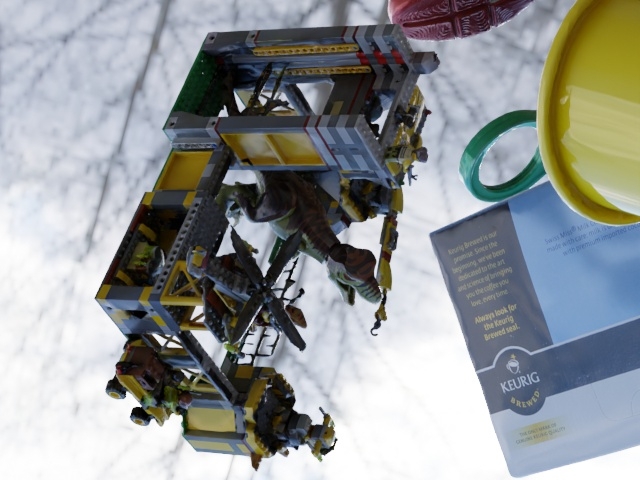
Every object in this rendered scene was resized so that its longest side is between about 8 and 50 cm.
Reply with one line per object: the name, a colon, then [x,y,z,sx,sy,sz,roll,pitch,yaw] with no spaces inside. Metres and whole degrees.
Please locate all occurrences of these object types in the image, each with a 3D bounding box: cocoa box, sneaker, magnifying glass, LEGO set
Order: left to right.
LEGO set: [0.000,0.000,1.278,0.192,0.255,0.331,1,-134,31]
sneaker: [0.141,-0.260,1.527,0.221,0.087,0.128,-23,-123,-9]
magnifying glass: [0.232,-0.101,1.677,0.231,0.092,0.026,-24,-133,-20]
cocoa box: [0.306,0.028,1.452,0.231,0.347,0.228,-14,-97,-43]

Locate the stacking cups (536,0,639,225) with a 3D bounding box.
stacking cups: [0.199,-0.016,0.490,0.096,0.096,0.316,-1,-167,-37]
